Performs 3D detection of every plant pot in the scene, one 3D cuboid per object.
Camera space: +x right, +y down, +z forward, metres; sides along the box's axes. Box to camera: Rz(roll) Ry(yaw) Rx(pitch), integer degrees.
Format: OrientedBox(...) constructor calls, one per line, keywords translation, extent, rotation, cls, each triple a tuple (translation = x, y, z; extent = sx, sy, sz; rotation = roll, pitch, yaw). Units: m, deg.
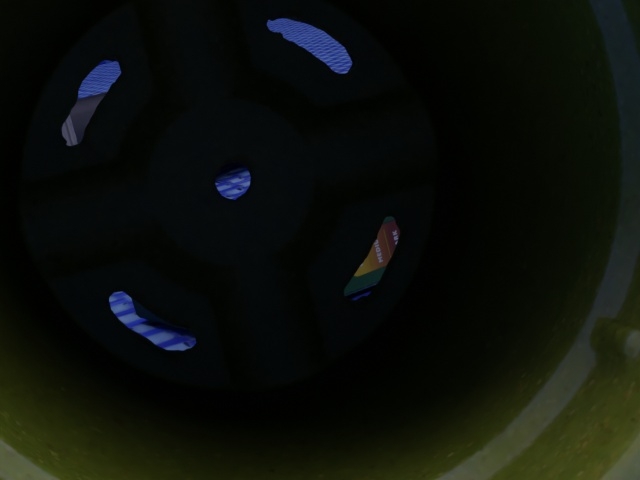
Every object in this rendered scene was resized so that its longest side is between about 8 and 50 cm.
OrientedBox(translation=(-0.027, -0.024, 0.520), extent=(0.276, 0.276, 0.254), rotation=(-15, 0, -6), cls="plant pot")

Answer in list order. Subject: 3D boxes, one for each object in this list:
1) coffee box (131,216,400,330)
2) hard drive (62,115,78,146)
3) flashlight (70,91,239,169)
OrientedBox(translation=(0.000, 0.000, 0.805), extent=(0.184, 0.040, 0.113), rotation=(-20, 14, -26), cls="coffee box")
OrientedBox(translation=(-0.269, -0.103, 0.864), extent=(0.237, 0.339, 0.064), rotation=(-21, 14, -34), cls="hard drive")
OrientedBox(translation=(-0.180, -0.059, 1.162), extent=(0.304, 0.103, 0.103), rotation=(-18, -22, -37), cls="flashlight")
